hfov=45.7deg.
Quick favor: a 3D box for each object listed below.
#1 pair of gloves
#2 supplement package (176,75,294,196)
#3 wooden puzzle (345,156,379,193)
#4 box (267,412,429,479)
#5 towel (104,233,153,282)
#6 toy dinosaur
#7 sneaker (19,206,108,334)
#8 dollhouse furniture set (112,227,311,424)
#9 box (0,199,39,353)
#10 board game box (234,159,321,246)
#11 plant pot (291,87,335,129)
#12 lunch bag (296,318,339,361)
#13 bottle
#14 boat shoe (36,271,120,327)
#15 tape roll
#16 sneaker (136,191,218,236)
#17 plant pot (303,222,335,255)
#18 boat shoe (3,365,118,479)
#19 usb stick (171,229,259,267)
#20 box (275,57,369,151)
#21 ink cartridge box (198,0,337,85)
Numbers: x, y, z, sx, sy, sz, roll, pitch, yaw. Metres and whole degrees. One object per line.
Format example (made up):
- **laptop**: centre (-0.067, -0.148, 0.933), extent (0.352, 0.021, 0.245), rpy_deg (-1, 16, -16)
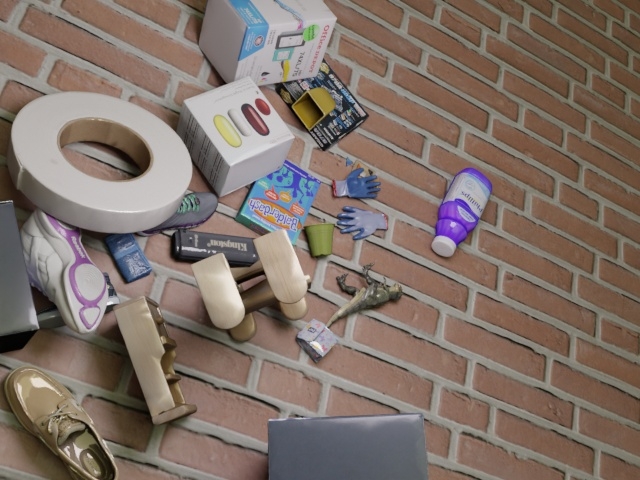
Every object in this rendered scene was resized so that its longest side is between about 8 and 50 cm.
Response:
- **pair of gloves**: centre (0.106, -0.101, 2.059), extent (0.159, 0.023, 0.198), rpy_deg (-6, 79, -31)
- **supplement package**: centre (-0.209, -0.254, 1.844), extent (0.194, 0.149, 0.203), rpy_deg (-29, 75, -28)
- **wooden puzzle**: centre (0.118, -0.182, 2.109), extent (0.116, 0.014, 0.078), rpy_deg (25, 61, -18)
- **box**: centre (0.049, 0.482, 1.531), extent (0.293, 0.395, 0.212), rpy_deg (-2, 70, -1)
- **towel**: centre (-0.432, 0.033, 1.709), extent (0.067, 0.029, 0.119), rpy_deg (-27, 86, -33)
- **toy dinosaur**: centre (0.108, 0.130, 1.956), extent (0.268, 0.064, 0.118), rpy_deg (-19, 88, -30)
- **sneaker**: centre (-0.536, 0.071, 1.559), extent (0.114, 0.152, 0.305), rpy_deg (18, 39, -58)
- **dollhouse furniture set**: centre (-0.192, 0.191, 1.599), extent (0.394, 0.362, 0.256), rpy_deg (-21, 80, -5)
- **box**: centre (-0.639, 0.078, 1.483), extent (0.103, 0.184, 0.261), rpy_deg (-9, 76, -31)
- **board game box**: centre (-0.105, -0.103, 1.933), extent (0.160, 0.047, 0.210), rpy_deg (30, 60, -16)
- **plant pot**: centre (-0.008, -0.356, 2.010), extent (0.081, 0.081, 0.083), rpy_deg (54, 47, -1)
- **lunch bag**: centre (-0.010, 0.240, 1.850), extent (0.083, 0.053, 0.071), rpy_deg (46, 54, 5)
- **bottle**: centre (0.398, -0.079, 2.176), extent (0.118, 0.092, 0.283), rpy_deg (39, 57, -12)
- **boat shoe**: centre (-0.523, 0.125, 1.608), extent (0.183, 0.065, 0.083), rpy_deg (-14, 70, -35)
- **tape roll**: centre (-0.476, -0.177, 1.657), extent (0.392, 0.072, 0.392), rpy_deg (18, 41, -16)
- **sneaker**: centre (-0.325, -0.070, 1.767), extent (0.224, 0.098, 0.083), rpy_deg (-23, 83, -33)
- **plant pot**: centre (0.000, 0.000, 1.940), extent (0.083, 0.083, 0.079), rpy_deg (-2, 85, -30)
- **boat shoe**: centre (-0.503, 0.366, 1.497), extent (0.109, 0.098, 0.302), rpy_deg (-38, 92, -34)
- **usb stick**: centre (-0.218, 0.023, 1.822), extent (0.278, 0.045, 0.077), rpy_deg (7, 69, -26)
- **box**: centre (0.007, -0.379, 2.101), extent (0.220, 0.051, 0.175), rpy_deg (51, 56, -2)
- **ink cartridge box**: centre (-0.139, -0.541, 1.965), extent (0.270, 0.198, 0.197), rpy_deg (-17, 58, -33)
